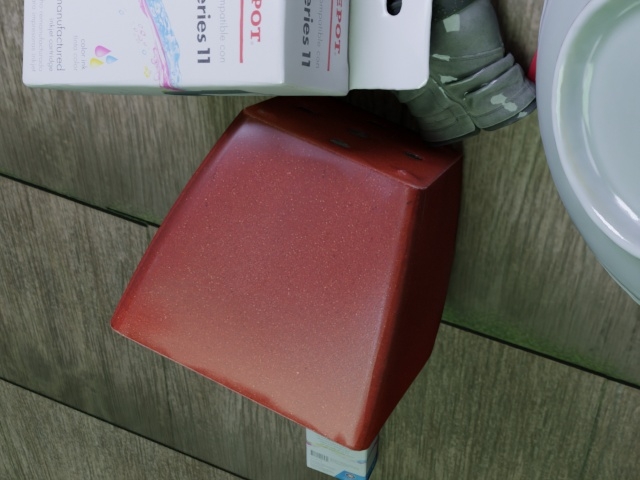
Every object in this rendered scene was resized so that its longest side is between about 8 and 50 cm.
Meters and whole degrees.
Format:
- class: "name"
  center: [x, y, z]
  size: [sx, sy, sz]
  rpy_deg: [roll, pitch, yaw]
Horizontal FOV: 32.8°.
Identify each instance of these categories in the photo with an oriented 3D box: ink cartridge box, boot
- class: "ink cartridge box"
  center: [-0.086, -0.229, 0.932]
  size: [0.354, 0.119, 0.207]
  rpy_deg: [4, 95, 29]
- class: "boot"
  center: [0.070, -0.150, 1.002]
  size: [0.247, 0.083, 0.161]
  rpy_deg: [-8, 124, 37]
- class: "ink cartridge box"
  center: [0.029, 0.262, 1.449]
  size: [0.089, 0.052, 0.122]
  rpy_deg: [18, 138, 17]

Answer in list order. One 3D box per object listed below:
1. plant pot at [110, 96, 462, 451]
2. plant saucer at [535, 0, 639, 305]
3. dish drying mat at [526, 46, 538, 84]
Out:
- class: "plant pot"
  center: [0.000, 0.000, 1.053]
  size: [0.267, 0.267, 0.235]
  rpy_deg: [25, 112, 11]
- class: "plant saucer"
  center: [0.273, -0.090, 0.771]
  size: [0.400, 0.101, 0.400]
  rpy_deg: [34, 133, 48]
- class: "dish drying mat"
  center: [0.206, -0.163, 0.960]
  size: [0.032, 0.008, 0.083]
  rpy_deg: [26, 138, 11]
